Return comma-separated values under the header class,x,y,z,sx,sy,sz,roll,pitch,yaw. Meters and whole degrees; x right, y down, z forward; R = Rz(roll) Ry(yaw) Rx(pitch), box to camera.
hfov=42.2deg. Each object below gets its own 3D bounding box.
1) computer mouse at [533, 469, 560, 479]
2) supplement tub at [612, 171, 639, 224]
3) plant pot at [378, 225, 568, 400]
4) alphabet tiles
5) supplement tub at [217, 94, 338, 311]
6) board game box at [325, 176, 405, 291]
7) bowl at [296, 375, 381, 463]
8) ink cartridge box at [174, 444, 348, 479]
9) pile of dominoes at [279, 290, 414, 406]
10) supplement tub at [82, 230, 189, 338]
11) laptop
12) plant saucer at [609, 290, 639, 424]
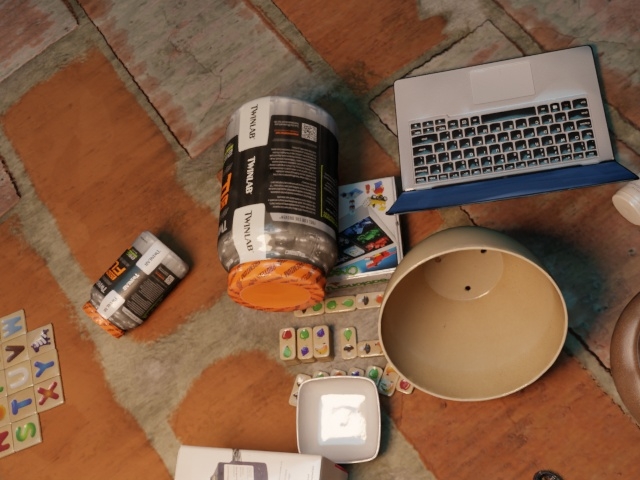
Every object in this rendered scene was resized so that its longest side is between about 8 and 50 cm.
class,x,y,z,sx,sy,sz,roll,pitch,yaw
computer mouse,0.356,0.465,1.237,0.071,0.041,0.242,-5,58,5
supplement tub,0.556,-0.085,1.400,0.107,0.071,0.071,-42,62,-3
plant pot,0.235,0.086,1.334,0.284,0.284,0.191,-12,28,11
alphabet tiles,-0.666,0.299,1.627,0.343,0.011,0.285,-22,63,6
supplement tub,-0.071,-0.061,1.439,0.207,0.207,0.338,-6,63,14
board game box,0.000,0.000,1.538,0.305,0.053,0.193,-9,64,13
bowl,0.035,0.299,1.386,0.142,0.053,0.142,-4,75,15
ink cartridge box,-0.093,0.394,1.321,0.237,0.172,0.100,0,67,17
pile of dominoes,0.054,0.182,1.448,0.251,0.040,0.196,-9,64,13
supplement tub,-0.351,0.085,1.569,0.117,0.117,0.190,37,80,27
laptop,0.307,-0.201,1.434,0.382,0.236,0.408,-8,65,13
plant saucer,0.610,0.180,1.279,0.311,0.050,0.310,-7,65,15
